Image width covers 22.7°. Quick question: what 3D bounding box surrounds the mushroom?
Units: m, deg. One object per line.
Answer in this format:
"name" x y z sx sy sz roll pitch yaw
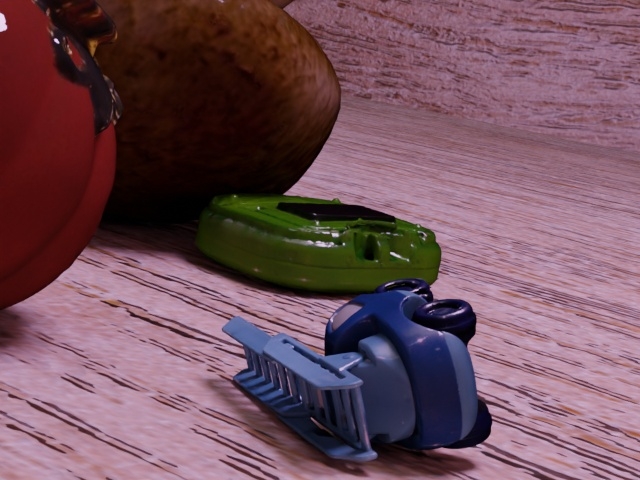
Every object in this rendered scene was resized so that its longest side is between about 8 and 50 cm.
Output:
"mushroom" -0.097 -0.168 1.092 0.334 0.356 0.331 31 19 -6

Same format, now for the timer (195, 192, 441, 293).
"timer" 0.000 0.000 1.000 0.140 0.047 0.128 1 12 -39

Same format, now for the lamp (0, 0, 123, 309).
"lamp" -0.199 -0.064 0.725 0.226 0.227 0.227 8 9 -1

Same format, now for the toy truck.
"toy truck" 0.014 0.051 0.662 0.074 0.063 0.136 -16 13 -18
